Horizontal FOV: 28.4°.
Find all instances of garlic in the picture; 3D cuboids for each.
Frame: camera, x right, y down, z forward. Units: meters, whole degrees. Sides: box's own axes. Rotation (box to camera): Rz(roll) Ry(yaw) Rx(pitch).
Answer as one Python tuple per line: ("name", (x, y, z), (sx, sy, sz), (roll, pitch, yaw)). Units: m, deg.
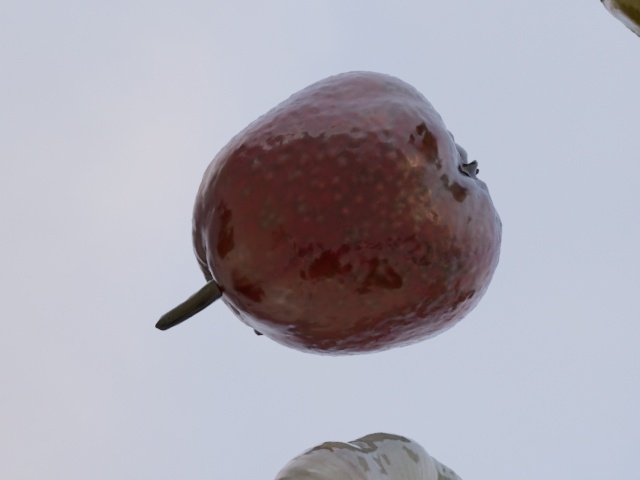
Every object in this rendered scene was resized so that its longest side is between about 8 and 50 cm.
("garlic", (0.016, 0.254, 1.003), (0.212, 0.218, 0.219), (-8, -73, 55))

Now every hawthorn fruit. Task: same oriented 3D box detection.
("hawthorn fruit", (0.000, 0.000, 1.264), (0.285, 0.369, 0.285), (58, -12, 19))

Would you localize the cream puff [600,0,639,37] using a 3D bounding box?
("cream puff", (0.401, -0.300, 1.127), (0.291, 0.257, 0.324), (-17, -93, -1))
